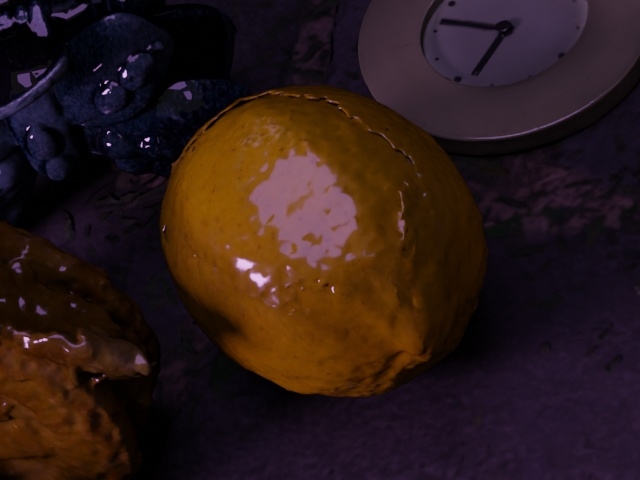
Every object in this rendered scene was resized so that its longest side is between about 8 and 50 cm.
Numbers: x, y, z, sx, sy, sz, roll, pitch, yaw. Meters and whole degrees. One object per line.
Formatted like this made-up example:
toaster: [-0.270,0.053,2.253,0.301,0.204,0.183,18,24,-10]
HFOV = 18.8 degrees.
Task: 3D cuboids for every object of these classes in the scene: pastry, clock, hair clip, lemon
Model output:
pastry: [-0.222,0.072,1.295,0.240,0.235,0.132,16,50,0]
clock: [0.144,-0.160,1.491,0.235,0.029,0.235,-11,51,13]
hair clip: [-0.212,-0.109,1.459,0.310,0.206,0.194,-20,51,2]
lemon: [0.000,0.000,1.294,0.204,0.204,0.260,-41,51,-14]
